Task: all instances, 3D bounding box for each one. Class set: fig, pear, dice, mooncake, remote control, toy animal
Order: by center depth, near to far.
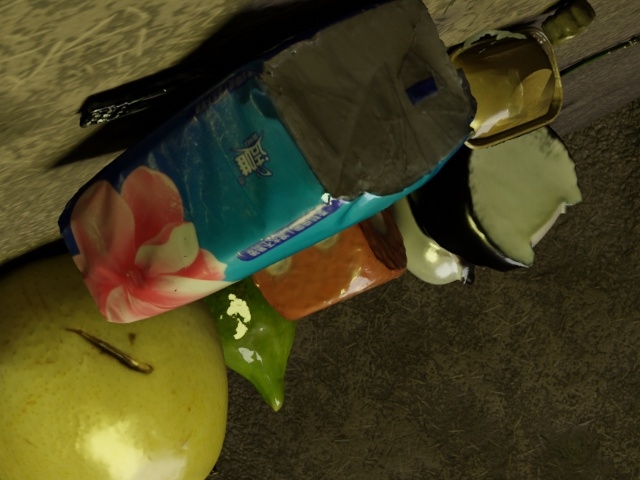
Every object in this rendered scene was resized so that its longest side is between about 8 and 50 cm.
[{"bbox_3d":[-0.118,-0.098,0.855,0.096,0.014,0.039,-22,178,-26],"label":"remote control"},{"bbox_3d":[0.197,-0.202,1.176,0.150,0.057,0.347,-39,171,7],"label":"mooncake"},{"bbox_3d":[-0.248,0.154,1.359,0.309,0.309,0.309,-26,176,-2],"label":"pear"},{"bbox_3d":[0.000,0.000,1.708,0.179,0.175,0.174,-23,177,20],"label":"dice"},{"bbox_3d":[0.204,-0.069,1.817,0.251,0.251,0.310,-24,-174,-28],"label":"toy animal"},{"bbox_3d":[-0.113,0.130,1.924,0.206,0.275,0.206,-25,174,-3],"label":"fig"}]

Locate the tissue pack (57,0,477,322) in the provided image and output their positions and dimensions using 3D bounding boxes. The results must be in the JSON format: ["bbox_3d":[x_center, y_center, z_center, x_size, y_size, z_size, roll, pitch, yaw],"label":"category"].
[{"bbox_3d":[-0.039,-0.053,0.939,0.270,0.137,0.209,-29,-175,43],"label":"tissue pack"}]

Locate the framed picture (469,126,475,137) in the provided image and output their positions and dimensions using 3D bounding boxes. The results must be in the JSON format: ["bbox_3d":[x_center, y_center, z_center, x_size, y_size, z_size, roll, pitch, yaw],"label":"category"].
[{"bbox_3d":[0.025,-0.084,1.159,0.173,0.010,0.231,-29,-157,-6],"label":"framed picture"}]

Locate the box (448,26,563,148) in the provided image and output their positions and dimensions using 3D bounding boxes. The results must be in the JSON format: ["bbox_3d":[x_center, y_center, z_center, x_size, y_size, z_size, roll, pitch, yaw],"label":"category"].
[{"bbox_3d":[0.182,-0.160,1.320,0.177,0.111,0.111,-23,175,-39],"label":"box"}]

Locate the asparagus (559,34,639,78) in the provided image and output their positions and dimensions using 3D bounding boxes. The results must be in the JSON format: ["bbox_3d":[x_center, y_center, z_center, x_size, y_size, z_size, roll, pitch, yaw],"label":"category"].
[{"bbox_3d":[0.419,-0.276,1.877,0.166,0.013,0.016,-26,134,-13],"label":"asparagus"}]
